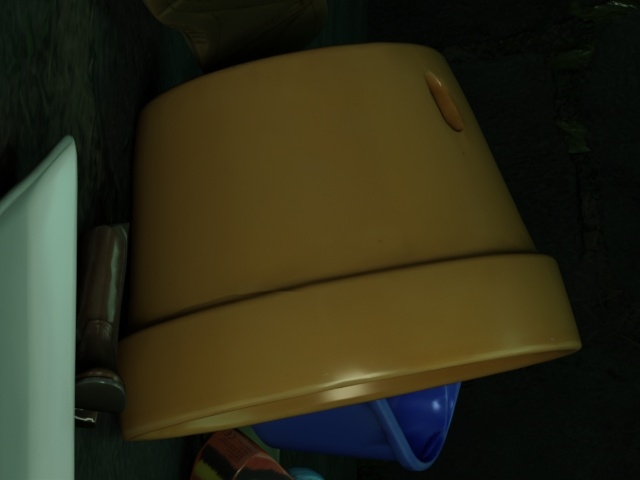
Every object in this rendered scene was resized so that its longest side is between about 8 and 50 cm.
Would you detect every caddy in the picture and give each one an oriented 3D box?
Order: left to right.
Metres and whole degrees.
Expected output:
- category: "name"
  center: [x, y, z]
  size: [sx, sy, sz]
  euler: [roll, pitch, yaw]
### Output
- category: "caddy"
  center: [0.037, 0.038, 1.438]
  size: [0.341, 0.179, 0.241]
  euler: [63, 31, -55]

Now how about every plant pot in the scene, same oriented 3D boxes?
- category: "plant pot"
  center: [0.000, 0.000, 1.142]
  size: [0.291, 0.290, 0.204]
  euler: [51, 28, -83]

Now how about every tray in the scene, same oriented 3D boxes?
- category: "tray"
  center: [-0.142, 0.096, 0.840]
  size: [0.145, 0.030, 0.270]
  euler: [-68, 162, -71]

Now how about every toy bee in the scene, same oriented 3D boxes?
- category: "toy bee"
  center: [-0.016, 0.284, 1.534]
  size: [0.162, 0.298, 0.195]
  euler: [-56, -159, -3]

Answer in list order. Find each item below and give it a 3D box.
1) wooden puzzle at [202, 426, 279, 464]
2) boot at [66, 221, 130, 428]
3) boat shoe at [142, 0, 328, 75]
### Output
- category: "wooden puzzle"
  center: [-0.036, 0.054, 1.715]
  size: [0.322, 0.080, 0.348]
  euler: [80, 15, -71]
- category: "boot"
  center: [-0.117, 0.036, 0.967]
  size: [0.106, 0.037, 0.114]
  euler: [145, -43, -66]
- category: "boat shoe"
  center: [-0.071, -0.191, 1.063]
  size: [0.110, 0.121, 0.341]
  euler: [57, -7, 13]
